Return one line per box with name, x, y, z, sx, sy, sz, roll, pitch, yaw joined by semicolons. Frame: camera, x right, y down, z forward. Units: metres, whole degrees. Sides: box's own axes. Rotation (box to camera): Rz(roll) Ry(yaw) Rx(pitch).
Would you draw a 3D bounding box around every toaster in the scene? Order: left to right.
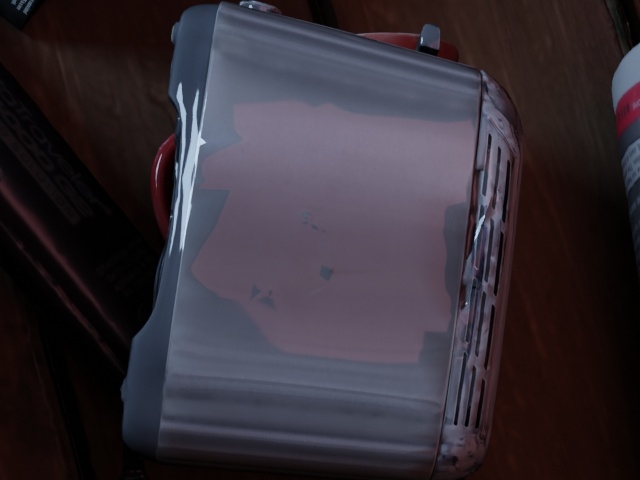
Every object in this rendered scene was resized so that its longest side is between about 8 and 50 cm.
toaster;0.000;0.016;0.725;0.146;0.129;0.227;8;81;-1

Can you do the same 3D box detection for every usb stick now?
usb stick;-0.155;-0.045;0.804;0.278;0.045;0.077;50;28;-3

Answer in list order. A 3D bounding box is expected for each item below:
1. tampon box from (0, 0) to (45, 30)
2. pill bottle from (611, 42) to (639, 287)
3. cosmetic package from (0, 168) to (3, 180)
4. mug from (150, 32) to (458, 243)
tampon box;-0.162;-0.206;0.827;0.161;0.101;0.120;38;63;-10
pill bottle;0.256;0.047;0.890;0.176;0.176;0.318;2;73;-23
cosmetic package;-0.276;0.053;0.560;0.217;0.156;0.385;46;33;-24
mug;0.007;0.000;0.852;0.113;0.150;0.169;10;70;-60
